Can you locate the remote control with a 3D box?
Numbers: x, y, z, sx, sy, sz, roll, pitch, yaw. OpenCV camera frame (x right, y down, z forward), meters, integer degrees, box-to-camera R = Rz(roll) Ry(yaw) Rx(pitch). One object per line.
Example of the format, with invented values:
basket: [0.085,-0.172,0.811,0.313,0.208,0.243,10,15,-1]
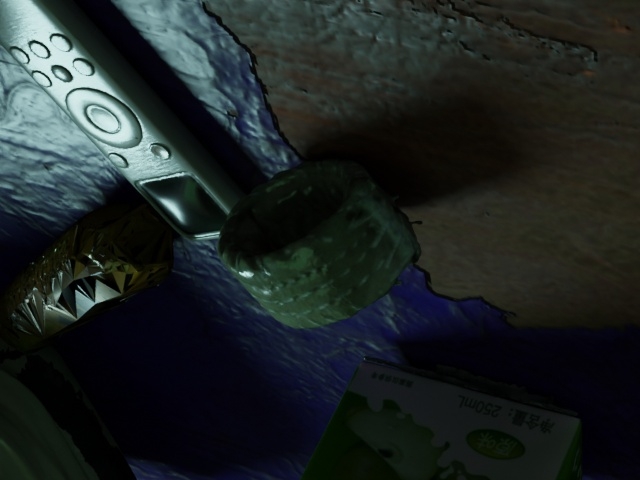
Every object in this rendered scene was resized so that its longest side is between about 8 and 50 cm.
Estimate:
remote control: [-0.133,-0.087,0.968,0.067,0.029,0.261,-7,134,45]

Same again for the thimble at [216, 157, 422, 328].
thimble: [0.000,0.000,0.937,0.110,0.084,0.062,-17,129,35]

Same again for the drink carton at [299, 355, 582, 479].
drink carton: [0.054,0.215,1.023,0.161,0.271,0.108,13,145,24]

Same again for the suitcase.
suitcase: [-0.320,0.159,1.328,0.352,0.194,0.339,4,135,33]

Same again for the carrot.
carrot: [-0.163,0.029,1.131,0.069,0.069,0.229,38,149,-14]
